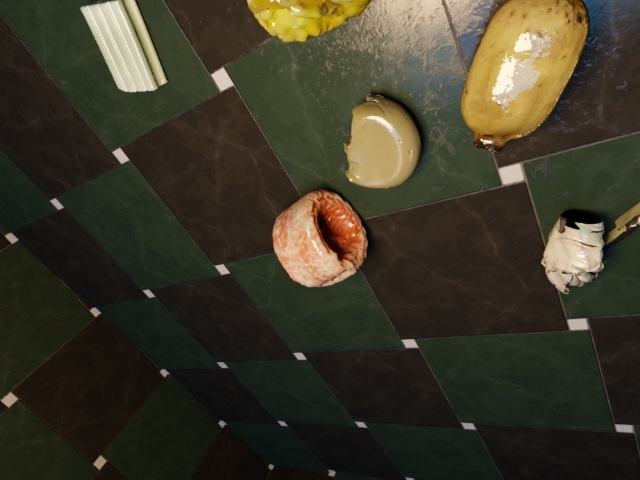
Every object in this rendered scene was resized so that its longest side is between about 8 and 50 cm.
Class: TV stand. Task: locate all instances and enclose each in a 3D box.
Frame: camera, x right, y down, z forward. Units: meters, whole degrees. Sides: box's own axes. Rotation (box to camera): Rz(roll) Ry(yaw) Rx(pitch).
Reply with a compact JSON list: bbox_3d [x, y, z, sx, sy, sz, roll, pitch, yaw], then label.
[{"bbox_3d":[0.670,-0.064,0.826,0.042,0.036,0.249,28,135,-2],"label":"TV stand"}]

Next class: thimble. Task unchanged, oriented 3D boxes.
[{"bbox_3d":[0.000,0.000,1.068,0.162,0.239,0.239,-27,114,39],"label":"thimble"}]

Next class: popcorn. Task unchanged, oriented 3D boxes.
[{"bbox_3d":[-0.020,-0.441,0.673,0.237,0.251,0.205,5,137,26],"label":"popcorn"}]

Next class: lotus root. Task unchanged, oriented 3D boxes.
[{"bbox_3d":[0.343,-0.283,0.714,0.160,0.146,0.283,31,131,25],"label":"lotus root"}]

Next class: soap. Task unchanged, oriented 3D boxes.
[{"bbox_3d":[-0.465,-0.466,0.983,0.119,0.066,0.197,6,131,22],"label":"soap"}]

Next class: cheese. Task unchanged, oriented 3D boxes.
[{"bbox_3d":[0.133,-0.219,0.905,0.176,0.091,0.202,6,129,21],"label":"cheese"}]

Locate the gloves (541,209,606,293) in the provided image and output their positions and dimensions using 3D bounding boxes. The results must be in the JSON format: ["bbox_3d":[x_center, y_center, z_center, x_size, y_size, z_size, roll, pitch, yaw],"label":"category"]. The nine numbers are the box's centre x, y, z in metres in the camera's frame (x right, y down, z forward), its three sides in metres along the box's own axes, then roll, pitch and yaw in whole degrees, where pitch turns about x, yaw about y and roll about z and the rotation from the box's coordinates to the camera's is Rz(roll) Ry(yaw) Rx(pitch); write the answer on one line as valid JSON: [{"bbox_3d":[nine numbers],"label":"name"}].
[{"bbox_3d":[0.556,0.040,0.910,0.128,0.111,0.211,17,125,37],"label":"gloves"}]
